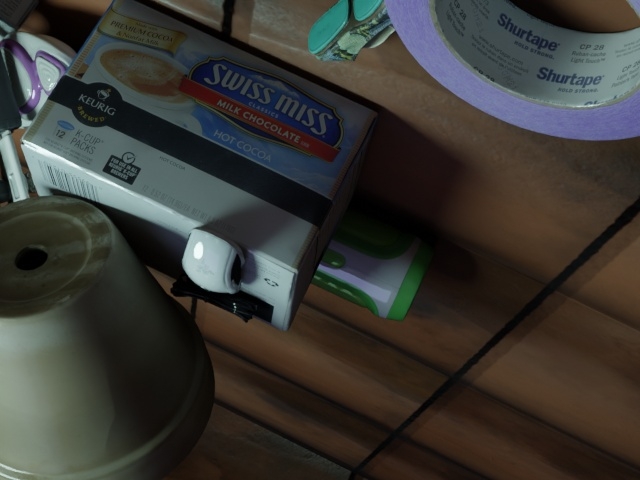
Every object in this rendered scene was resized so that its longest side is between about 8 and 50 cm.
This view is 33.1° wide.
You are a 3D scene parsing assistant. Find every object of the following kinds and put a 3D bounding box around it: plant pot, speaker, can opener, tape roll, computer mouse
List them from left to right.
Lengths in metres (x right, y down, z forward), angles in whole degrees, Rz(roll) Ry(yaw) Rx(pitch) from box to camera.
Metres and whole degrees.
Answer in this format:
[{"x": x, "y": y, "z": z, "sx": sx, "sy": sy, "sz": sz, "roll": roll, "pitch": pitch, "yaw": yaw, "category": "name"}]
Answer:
[{"x": -0.410, "y": -0.147, "z": 1.315, "sx": 0.093, "sy": 0.280, "sz": 0.074, "roll": -12, "pitch": 180, "yaw": -34, "category": "can opener"}, {"x": -0.306, "y": 0.108, "z": 1.269, "sx": 0.323, "sy": 0.323, "sz": 0.280, "roll": 17, "pitch": 141, "yaw": 22, "category": "plant pot"}, {"x": -0.124, "y": 0.042, "z": 1.201, "sx": 0.106, "sy": 0.042, "sz": 0.193, "roll": 25, "pitch": 158, "yaw": 8, "category": "computer mouse"}, {"x": 0.000, "y": 0.000, "z": 1.468, "sx": 0.296, "sy": 0.131, "sz": 0.131, "roll": 25, "pitch": 157, "yaw": 5, "category": "speaker"}, {"x": 0.193, "y": -0.200, "z": 0.882, "sx": 0.274, "sy": 0.090, "sz": 0.275, "roll": 23, "pitch": 157, "yaw": 11, "category": "tape roll"}]

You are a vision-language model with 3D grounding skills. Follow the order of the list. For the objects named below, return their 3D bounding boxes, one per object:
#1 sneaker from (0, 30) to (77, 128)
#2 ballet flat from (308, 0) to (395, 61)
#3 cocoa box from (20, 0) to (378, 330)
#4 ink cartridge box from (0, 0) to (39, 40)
[{"x": -0.359, "y": -0.212, "z": 1.421, "sx": 0.152, "sy": 0.114, "sz": 0.305, "roll": -12, "pitch": -174, "yaw": -33, "category": "sneaker"}, {"x": 0.053, "y": -0.223, "z": 1.038, "sx": 0.070, "sy": 0.070, "sz": 0.188, "roll": 34, "pitch": 158, "yaw": -16, "category": "ballet flat"}, {"x": -0.140, "y": -0.088, "z": 1.296, "sx": 0.347, "sy": 0.228, "sz": 0.231, "roll": 25, "pitch": 158, "yaw": 4, "category": "cocoa box"}, {"x": -0.528, "y": -0.350, "z": 1.383, "sx": 0.275, "sy": 0.060, "sz": 0.239, "roll": 39, "pitch": 153, "yaw": -27, "category": "ink cartridge box"}]
